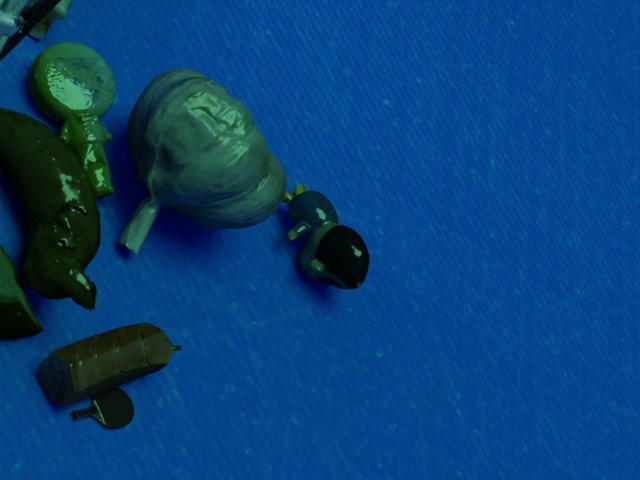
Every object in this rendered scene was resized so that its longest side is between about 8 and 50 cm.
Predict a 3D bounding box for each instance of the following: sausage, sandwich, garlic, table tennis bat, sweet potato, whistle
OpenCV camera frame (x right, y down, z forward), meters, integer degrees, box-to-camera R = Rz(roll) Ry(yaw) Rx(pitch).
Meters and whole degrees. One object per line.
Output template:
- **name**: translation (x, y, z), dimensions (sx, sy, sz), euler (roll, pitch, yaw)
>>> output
- **sausage**: translation (-0.227, 0.130, 1.904), dimensions (0.169, 0.065, 0.065), euler (-18, 76, -49)
- **sandwich**: translation (-0.382, 0.048, 1.793), dimensions (0.244, 0.088, 0.090), euler (2, 58, -43)
- **garlic**: translation (-0.167, -0.076, 2.041), dimensions (0.212, 0.218, 0.218), euler (-45, 98, -15)
- **table tennis bat**: translation (-0.238, 0.184, 1.898), dimensions (0.083, 0.007, 0.050), euler (-7, 68, -48)
- **sweet potato**: translation (-0.303, -0.039, 1.928), dimensions (0.124, 0.098, 0.310), euler (11, 45, -52)
- **whistle**: translation (-0.285, -0.141, 2.054), dimensions (0.104, 0.057, 0.198), euler (-6, 74, -34)

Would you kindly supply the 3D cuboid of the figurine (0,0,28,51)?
- **figurine**: translation (-0.369, -0.255, 1.521), dimensions (0.257, 0.144, 0.182), euler (40, 46, -12)

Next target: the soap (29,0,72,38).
- **soap**: translation (-0.349, -0.372, 2.131), dimensions (0.140, 0.073, 0.232), euler (34, 44, -20)

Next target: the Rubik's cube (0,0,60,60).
- **Rubik's cube**: translation (-0.488, -0.261, 1.746), dimensions (0.301, 0.304, 0.305), euler (52, 39, -1)

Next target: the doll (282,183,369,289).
- **doll**: translation (0.000, 0.000, 2.205), dimensions (0.102, 0.089, 0.179), euler (-3, 42, -45)
